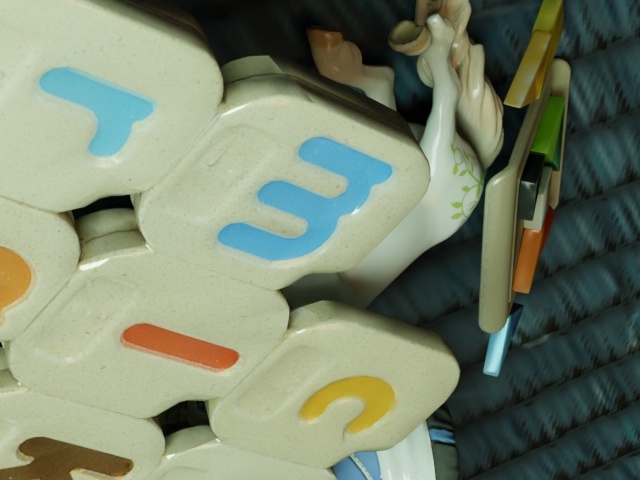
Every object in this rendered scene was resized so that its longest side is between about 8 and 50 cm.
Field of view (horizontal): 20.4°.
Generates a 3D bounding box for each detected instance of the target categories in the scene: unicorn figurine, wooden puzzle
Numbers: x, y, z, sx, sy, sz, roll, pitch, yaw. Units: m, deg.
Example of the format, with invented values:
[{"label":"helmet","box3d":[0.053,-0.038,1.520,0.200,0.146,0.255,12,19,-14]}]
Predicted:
[{"label":"unicorn figurine","box3d":[0.000,0.000,0.537,0.162,0.060,0.111,-32,136,-11]},{"label":"wooden puzzle","box3d":[0.069,-0.015,0.585,0.116,0.014,0.078,86,24,-46]}]

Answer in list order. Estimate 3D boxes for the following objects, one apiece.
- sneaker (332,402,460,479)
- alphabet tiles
[{"label":"sneaker","box3d":[-0.018,0.134,0.637,0.081,0.080,0.211,9,122,-14]},{"label":"alphabet tiles","box3d":[-0.107,0.046,0.471,0.278,0.021,0.284,20,125,-39]}]
